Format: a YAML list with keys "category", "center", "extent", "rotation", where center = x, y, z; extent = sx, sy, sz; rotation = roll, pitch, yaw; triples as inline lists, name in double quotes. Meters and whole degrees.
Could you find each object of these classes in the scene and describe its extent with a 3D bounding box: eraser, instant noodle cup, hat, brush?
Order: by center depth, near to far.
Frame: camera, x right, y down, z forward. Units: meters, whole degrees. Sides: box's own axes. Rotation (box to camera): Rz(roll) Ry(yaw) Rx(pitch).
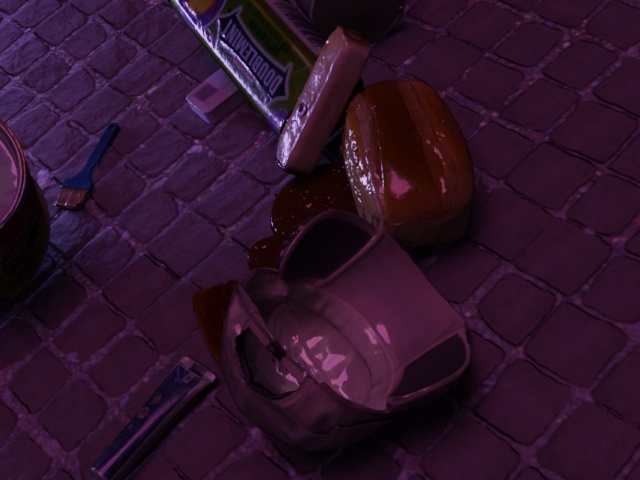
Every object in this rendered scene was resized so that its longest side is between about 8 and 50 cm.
- category: "hat"
  center: [0.023, 0.101, 1.074]
  extent: [0.275, 0.161, 0.232]
  rotation: [-32, 77, -31]
- category: "instant noodle cup"
  center: [-0.473, -0.051, 1.291]
  extent: [0.264, 0.200, 0.265]
  rotation: [5, 69, -13]
- category: "eraser"
  center: [-0.137, -0.217, 1.477]
  extent: [0.105, 0.026, 0.065]
  rotation: [-39, 47, -11]
- category: "brush"
  center: [-0.331, -0.109, 1.478]
  extent: [0.051, 0.014, 0.164]
  rotation: [7, 55, 25]

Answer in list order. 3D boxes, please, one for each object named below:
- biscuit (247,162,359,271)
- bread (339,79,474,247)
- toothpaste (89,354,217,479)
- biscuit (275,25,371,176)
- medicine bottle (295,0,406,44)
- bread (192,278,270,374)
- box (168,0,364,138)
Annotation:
- category: "biscuit"
  center: [0.000, 0.000, 1.238]
  extent: [0.179, 0.039, 0.236]
  rotation: [-6, 50, 20]
- category: "bread"
  center: [0.100, -0.099, 1.211]
  extent: [0.139, 0.106, 0.236]
  rotation: [-5, 46, -10]
- category: "toothpaste"
  center: [-0.197, 0.212, 1.151]
  extent: [0.057, 0.035, 0.197]
  rotation: [28, 64, 30]
- category: "biscuit"
  center: [0.003, -0.168, 1.258]
  extent: [0.188, 0.052, 0.056]
  rotation: [-64, 23, 20]
- category: "medicine bottle"
  center: [0.035, -0.361, 1.442]
  extent: [0.147, 0.147, 0.143]
  rotation: [-25, 51, 1]
- category: "bread"
  center: [-0.087, 0.109, 1.158]
  extent: [0.154, 0.054, 0.136]
  rotation: [-26, 69, 52]
- category: "box"
  center: [-0.084, -0.275, 1.405]
  extent: [0.134, 0.097, 0.345]
  rotation: [-51, 55, 20]
